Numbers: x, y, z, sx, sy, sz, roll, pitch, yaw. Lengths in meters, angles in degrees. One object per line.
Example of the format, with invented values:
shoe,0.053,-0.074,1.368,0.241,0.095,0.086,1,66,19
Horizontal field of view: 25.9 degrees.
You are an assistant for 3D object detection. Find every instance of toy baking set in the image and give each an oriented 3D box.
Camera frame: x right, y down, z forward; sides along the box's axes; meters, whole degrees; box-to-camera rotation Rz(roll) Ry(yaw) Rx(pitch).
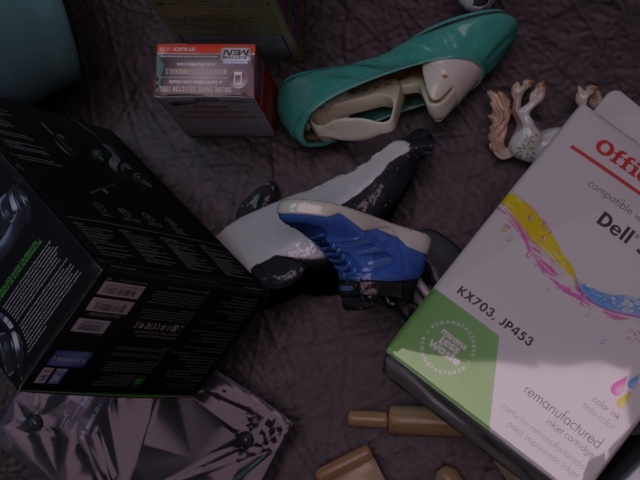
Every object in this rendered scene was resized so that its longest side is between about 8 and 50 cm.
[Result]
toy baking set,0.124,0.253,1.324,0.256,0.030,0.197,-3,86,4

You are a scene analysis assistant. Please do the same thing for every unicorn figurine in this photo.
unicorn figurine,0.239,-0.096,1.343,0.162,0.060,0.111,7,93,20

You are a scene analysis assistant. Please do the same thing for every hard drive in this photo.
hard drive,-0.170,0.183,1.342,0.254,0.054,0.172,27,87,8

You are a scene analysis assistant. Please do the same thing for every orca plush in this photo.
orca plush,0.000,0.000,1.352,0.287,0.102,0.151,-40,37,-10

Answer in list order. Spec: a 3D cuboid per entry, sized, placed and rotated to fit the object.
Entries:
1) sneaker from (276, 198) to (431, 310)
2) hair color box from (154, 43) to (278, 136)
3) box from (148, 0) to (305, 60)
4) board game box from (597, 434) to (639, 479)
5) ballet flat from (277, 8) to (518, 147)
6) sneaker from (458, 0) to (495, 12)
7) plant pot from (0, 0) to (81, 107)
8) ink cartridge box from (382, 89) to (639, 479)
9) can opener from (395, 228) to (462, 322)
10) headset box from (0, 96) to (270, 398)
sneaker,0.024,0.018,1.241,0.152,0.058,0.085,18,83,-28
hair color box,-0.095,-0.140,1.317,0.093,0.167,0.053,1,83,5
box,-0.082,-0.298,1.297,0.117,0.243,0.213,1,83,5
board game box,0.362,0.304,1.197,0.097,0.224,0.303,-44,82,-3
ballet flat,0.080,-0.144,1.341,0.247,0.083,0.087,-17,58,8
sneaker,0.111,-0.338,1.361,0.153,0.094,0.235,6,84,7
plant pot,-0.373,-0.201,1.314,0.255,0.271,0.272,-20,82,-12
ink cartridge box,0.240,0.030,1.214,0.207,0.119,0.353,37,79,11
can opener,0.161,0.109,1.297,0.095,0.076,0.283,-35,74,-13
headset box,-0.229,-0.003,1.232,0.283,0.246,0.131,44,105,27
